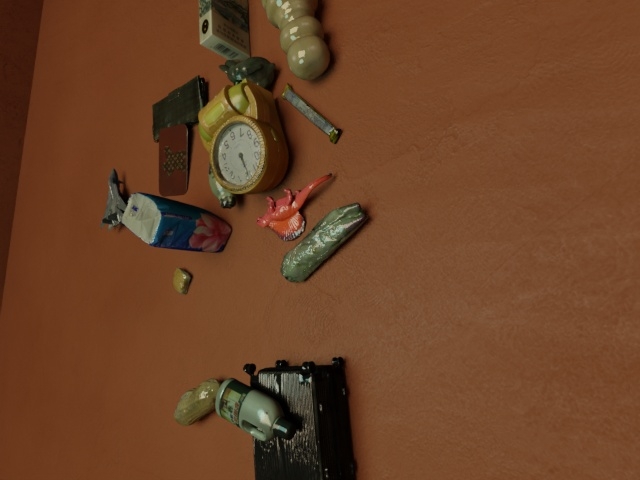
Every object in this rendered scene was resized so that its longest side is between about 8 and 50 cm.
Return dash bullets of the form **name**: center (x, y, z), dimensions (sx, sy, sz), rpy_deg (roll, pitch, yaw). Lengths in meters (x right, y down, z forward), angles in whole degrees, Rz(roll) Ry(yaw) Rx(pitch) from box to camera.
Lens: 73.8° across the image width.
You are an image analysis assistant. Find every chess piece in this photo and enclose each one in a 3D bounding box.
- **chess piece**: center (-0.057, -0.610, 1.241), dimensions (0.167, 0.167, 0.299), rpy_deg (-26, 75, 32)

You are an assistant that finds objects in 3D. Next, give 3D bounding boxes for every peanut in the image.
- **peanut**: center (-0.377, 0.503, 1.332), dimensions (0.214, 0.090, 0.098), rpy_deg (-38, 33, 25)

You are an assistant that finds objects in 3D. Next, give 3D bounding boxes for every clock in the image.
- **clock**: center (-0.221, -0.290, 1.283), dimensions (0.244, 0.200, 0.316), rpy_deg (-32, 73, 33)

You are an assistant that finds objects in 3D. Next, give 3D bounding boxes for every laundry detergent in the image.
- **laundry detergent**: center (-0.149, 0.405, 0.997), dimensions (0.226, 0.070, 0.099), rpy_deg (10, 83, 36)

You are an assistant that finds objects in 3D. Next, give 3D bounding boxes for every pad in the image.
- **pad**: center (-0.565, -0.304, 1.630), dimensions (0.181, 0.004, 0.266), rpy_deg (1, 92, 36)

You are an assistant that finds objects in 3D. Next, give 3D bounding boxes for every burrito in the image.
- **burrito**: center (0.000, 0.002, 1.139), dimensions (0.309, 0.066, 0.096), rpy_deg (-42, 65, 25)

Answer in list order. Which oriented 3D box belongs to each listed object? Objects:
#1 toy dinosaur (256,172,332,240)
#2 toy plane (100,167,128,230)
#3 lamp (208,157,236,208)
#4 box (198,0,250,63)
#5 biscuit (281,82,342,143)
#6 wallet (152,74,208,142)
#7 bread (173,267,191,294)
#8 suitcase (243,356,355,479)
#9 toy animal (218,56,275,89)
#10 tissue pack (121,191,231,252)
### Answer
- **toy dinosaur**: center (-0.071, -0.078, 1.217), dimensions (0.286, 0.070, 0.138), rpy_deg (-20, 81, 30)
- **toy plane**: center (-0.869, -0.185, 1.821), dimensions (0.212, 0.088, 0.267), rpy_deg (-23, 62, 31)
- **lamp**: center (-0.317, -0.213, 1.392), dimensions (0.101, 0.101, 0.249), rpy_deg (-30, 63, 30)
- **box**: center (-0.324, -0.753, 1.443), dimensions (0.069, 0.164, 0.256), rpy_deg (-14, 74, 37)
- **biscuit**: center (-0.035, -0.377, 1.251), dimensions (0.292, 0.026, 0.048), rpy_deg (49, 116, 32)
- **wallet**: center (-0.549, -0.502, 1.650), dimensions (0.317, 0.044, 0.168), rpy_deg (-12, 80, 37)
- **bread**: center (-0.491, 0.144, 1.509), dimensions (0.070, 0.035, 0.083), rpy_deg (25, 104, 37)
- **suitcase**: center (-0.055, 0.466, 1.051), dimensions (0.230, 0.152, 0.334), rpy_deg (-14, 75, 36)
- **toy animal**: center (-0.243, -0.544, 1.403), dimensions (0.138, 0.108, 0.236), rpy_deg (-37, 34, -14)
- **tissue pack**: center (-0.456, -0.057, 1.365), dimensions (0.209, 0.270, 0.137), rpy_deg (26, 100, 37)
